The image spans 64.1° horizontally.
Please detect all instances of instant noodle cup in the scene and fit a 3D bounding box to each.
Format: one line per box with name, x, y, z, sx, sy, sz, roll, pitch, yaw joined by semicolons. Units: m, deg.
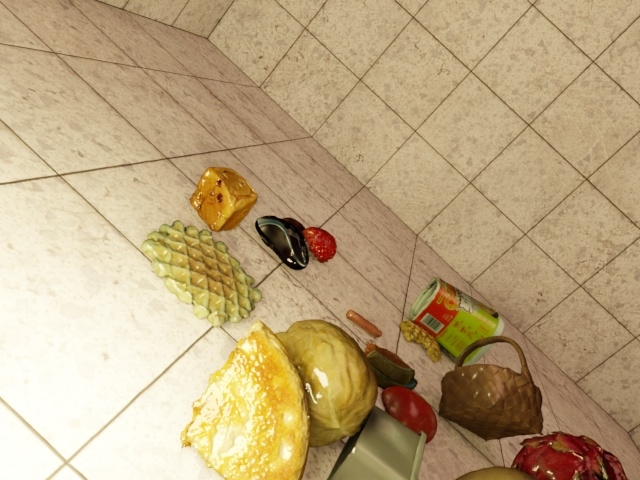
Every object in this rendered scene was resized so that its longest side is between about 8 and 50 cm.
instant noodle cup;0.554;0.325;2.138;0.308;0.294;0.294;36;19;0

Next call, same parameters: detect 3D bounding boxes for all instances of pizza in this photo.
pizza;-0.131;0.311;0.894;0.226;0.086;0.335;-5;75;-16

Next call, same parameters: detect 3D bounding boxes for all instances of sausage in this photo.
sausage;0.151;0.283;1.719;0.158;0.036;0.042;36;31;-21

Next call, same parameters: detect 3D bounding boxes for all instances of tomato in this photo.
tomato;0.266;0.482;1.446;0.174;0.082;0.166;29;22;-31

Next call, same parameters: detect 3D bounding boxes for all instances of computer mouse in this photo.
computer mouse;-0.117;-0.005;1.705;0.233;0.096;0.137;46;18;13

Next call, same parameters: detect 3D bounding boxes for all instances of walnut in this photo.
walnut;-0.009;0.289;1.081;0.283;0.227;0.283;43;8;-7

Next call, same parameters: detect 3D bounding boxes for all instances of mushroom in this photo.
mushroom;-0.100;-0.046;1.903;0.123;0.052;0.123;36;18;-13

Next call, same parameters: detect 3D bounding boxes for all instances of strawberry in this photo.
strawberry;0.000;0.000;1.908;0.187;0.082;0.146;37;28;-43

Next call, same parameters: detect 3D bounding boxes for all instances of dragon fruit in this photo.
dragon fruit;0.724;0.716;1.494;0.329;0.329;0.329;38;19;-16

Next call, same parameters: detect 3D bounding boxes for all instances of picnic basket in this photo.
picnic basket;0.563;0.463;1.701;0.337;0.293;0.337;23;53;-35

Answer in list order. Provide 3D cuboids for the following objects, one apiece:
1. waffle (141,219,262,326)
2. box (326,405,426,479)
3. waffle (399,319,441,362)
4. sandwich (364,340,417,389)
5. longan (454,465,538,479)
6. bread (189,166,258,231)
waffle;-0.280;0.076;1.251;0.309;0.056;0.292;45;18;3
box;0.115;0.465;1.070;0.135;0.163;0.243;37;18;9
waffle;0.390;0.381;1.974;0.194;0.051;0.149;35;18;-24
sandwich;0.214;0.385;1.553;0.235;0.079;0.159;37;19;-17
longan;0.387;0.624;1.041;0.319;0.319;0.319;38;19;-16
bread;-0.292;-0.125;1.541;0.149;0.143;0.158;45;22;7
